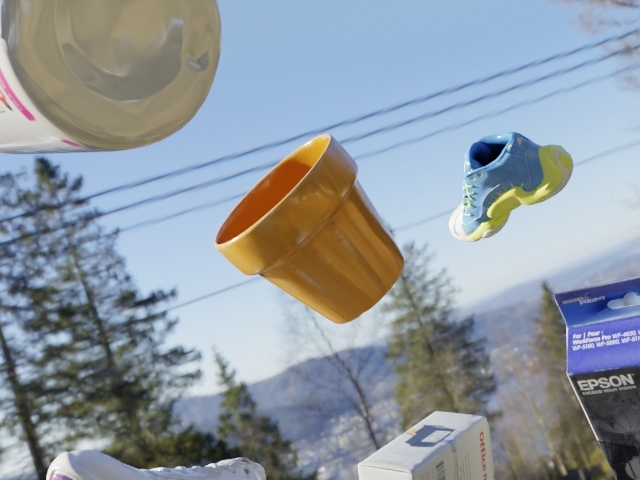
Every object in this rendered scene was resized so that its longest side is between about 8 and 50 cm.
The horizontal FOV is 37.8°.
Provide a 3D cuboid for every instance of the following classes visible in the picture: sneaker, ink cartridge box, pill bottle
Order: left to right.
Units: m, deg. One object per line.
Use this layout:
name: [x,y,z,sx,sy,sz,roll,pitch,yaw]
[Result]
pill bottle: [-0.212,-0.146,0.705,0.160,0.160,0.283,-16,13,-37]
sneaker: [-0.136,0.271,0.932,0.114,0.152,0.305,-27,-54,36]
ink cartridge box: [0.125,0.284,1.061,0.072,0.127,0.175,-1,10,37]
sneaker: [0.230,-0.085,1.297,0.126,0.091,0.240,30,-37,-18]
ink cartridge box: [0.384,0.191,1.025,0.165,0.332,0.065,-17,22,33]

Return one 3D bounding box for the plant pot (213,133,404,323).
plant pot: [0.000,0.000,1.200,0.205,0.188,0.205,-40,15,13]
